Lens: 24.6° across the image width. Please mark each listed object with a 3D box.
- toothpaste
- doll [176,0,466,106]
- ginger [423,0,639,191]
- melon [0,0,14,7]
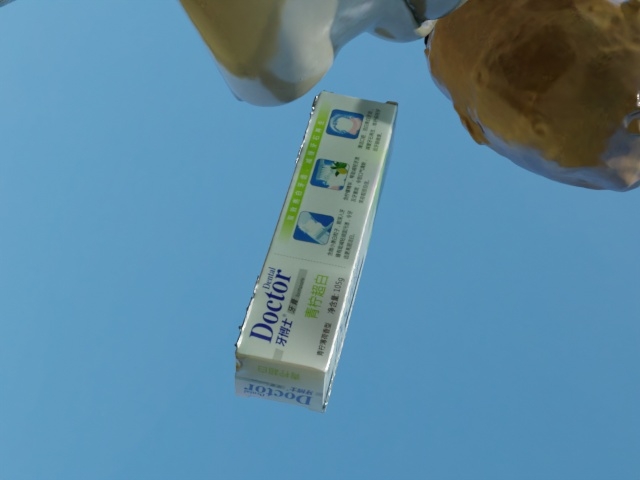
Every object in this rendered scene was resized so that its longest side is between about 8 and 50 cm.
[{"bbox_3d":[0.000,0.000,1.314,0.081,0.067,0.336,10,-132,7],"label":"toothpaste"},{"bbox_3d":[0.015,-0.265,1.286,0.370,0.226,0.215,-19,-133,-14],"label":"doll"},{"bbox_3d":[0.250,-0.164,1.492,0.200,0.269,0.223,-65,-168,0],"label":"ginger"},{"bbox_3d":[-0.299,-0.320,1.079,0.248,0.329,0.248,-9,-143,7],"label":"melon"}]
